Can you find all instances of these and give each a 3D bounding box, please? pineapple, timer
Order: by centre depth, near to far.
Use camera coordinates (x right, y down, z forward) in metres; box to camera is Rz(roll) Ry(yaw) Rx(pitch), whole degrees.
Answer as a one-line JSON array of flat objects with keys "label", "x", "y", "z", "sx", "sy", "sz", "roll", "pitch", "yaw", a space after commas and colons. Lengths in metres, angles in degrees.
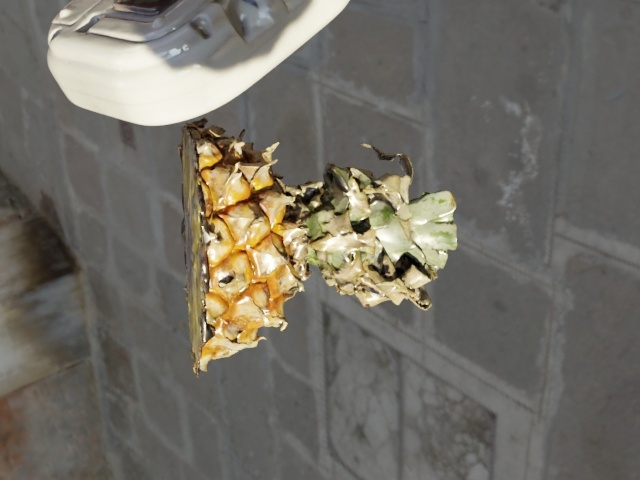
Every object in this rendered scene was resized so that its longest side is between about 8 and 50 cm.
[{"label": "timer", "x": -0.110, "y": -0.210, "z": 0.777, "sx": 0.237, "sy": 0.262, "sz": 0.087, "roll": 19, "pitch": 144, "yaw": 45}, {"label": "pineapple", "x": 0.000, "y": 0.000, "z": 0.876, "sx": 0.262, "sy": 0.271, "sz": 0.262, "roll": 178, "pitch": 90, "yaw": -77}]
